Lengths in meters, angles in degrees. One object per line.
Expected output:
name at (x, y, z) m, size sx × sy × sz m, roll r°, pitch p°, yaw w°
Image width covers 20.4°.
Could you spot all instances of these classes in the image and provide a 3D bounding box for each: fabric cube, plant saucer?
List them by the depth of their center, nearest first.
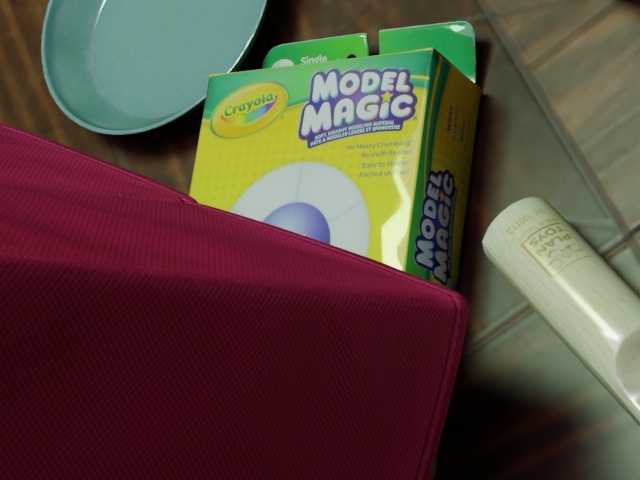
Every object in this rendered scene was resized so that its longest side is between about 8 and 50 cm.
fabric cube at (-0.153, 0.094, 0.549) m, size 0.259 × 0.258 × 0.254 m, roll 20°, pitch 99°, yaw 37°
plant saucer at (-0.066, -0.096, 0.755) m, size 0.119 × 0.021 × 0.119 m, roll -13°, pitch 64°, yaw 28°

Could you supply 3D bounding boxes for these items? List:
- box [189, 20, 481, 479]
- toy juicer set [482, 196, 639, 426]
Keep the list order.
box at (0.000, 0.000, 0.659) m, size 0.105 × 0.043 × 0.179 m, roll -4°, pitch 67°, yaw 33°
toy juicer set at (0.143, -0.068, 0.564) m, size 0.209 × 0.089 × 0.329 m, roll 25°, pitch 86°, yaw 38°
